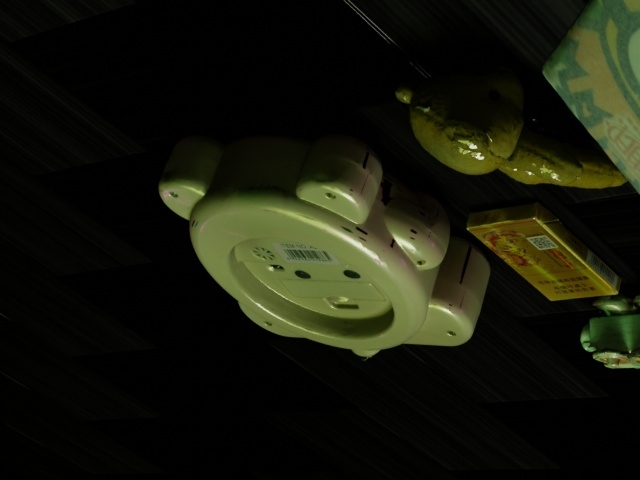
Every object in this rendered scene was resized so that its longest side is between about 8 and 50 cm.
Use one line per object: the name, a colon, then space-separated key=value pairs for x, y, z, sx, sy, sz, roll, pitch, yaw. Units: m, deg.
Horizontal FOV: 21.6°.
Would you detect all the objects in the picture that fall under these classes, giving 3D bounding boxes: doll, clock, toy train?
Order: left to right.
clock: x=0.000 y=0.000 z=1.709 sx=0.284 sy=0.114 sz=0.309 roll=3 pitch=149 yaw=32
doll: x=0.172 y=-0.095 z=1.449 sx=0.209 sy=0.097 sz=0.137 roll=14 pitch=-168 yaw=-31
toy train: x=0.361 y=0.100 z=1.703 sx=0.125 sy=0.081 sz=0.194 roll=21 pitch=162 yaw=-35

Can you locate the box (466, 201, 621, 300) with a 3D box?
box: x=0.225 y=0.013 z=1.681 sx=0.089 sy=0.022 sz=0.156 roll=-12 pitch=142 yaw=43

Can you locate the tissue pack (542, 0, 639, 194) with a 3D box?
tissue pack: x=0.301 y=-0.127 z=1.135 sx=0.228 sy=0.128 sz=0.311 roll=53 pitch=157 yaw=10
